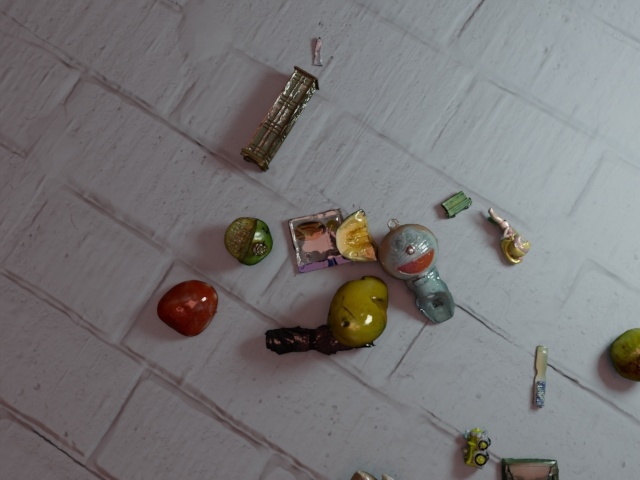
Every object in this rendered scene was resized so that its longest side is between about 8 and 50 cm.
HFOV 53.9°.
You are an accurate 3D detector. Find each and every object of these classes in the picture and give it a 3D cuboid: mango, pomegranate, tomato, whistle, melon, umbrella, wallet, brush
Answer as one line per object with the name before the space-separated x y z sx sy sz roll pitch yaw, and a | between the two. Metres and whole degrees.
mango | 0.116 0.194 1.807 0.167 0.130 0.262 18 42 6
pomegranate | -0.197 0.007 1.880 0.169 0.122 0.143 20 89 39
tomato | -0.401 0.194 1.888 0.166 0.082 0.174 34 88 7
whistle | 0.289 0.091 1.841 0.189 0.189 0.347 -29 94 -2
melon | 0.102 -0.004 1.887 0.128 0.079 0.160 -15 87 -10
umbrella | -0.001 0.293 1.857 0.326 0.094 0.090 -1 90 3
wallet | 0.602 0.745 1.798 0.160 0.055 0.236 -1 84 9
brush | 0.648 0.399 1.851 0.033 0.030 0.178 5 83 13

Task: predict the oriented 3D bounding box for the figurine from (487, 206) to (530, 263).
figurine | 0.556 -0.017 1.888 0.083 0.083 0.187 -37 89 -3

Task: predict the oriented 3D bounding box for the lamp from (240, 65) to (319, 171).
lamp | -0.123 -0.374 1.946 0.089 0.090 0.325 31 84 6

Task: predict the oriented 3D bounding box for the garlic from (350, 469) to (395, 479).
garlic | 0.132 0.802 1.767 0.279 0.132 0.325 -27 85 -2

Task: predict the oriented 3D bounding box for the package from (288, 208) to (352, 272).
package | 0.000 0.000 1.925 0.171 0.027 0.173 -13 82 0

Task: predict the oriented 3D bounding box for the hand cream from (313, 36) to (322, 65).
hand cream | -0.005 -0.602 2.008 0.030 0.019 0.093 4 90 1

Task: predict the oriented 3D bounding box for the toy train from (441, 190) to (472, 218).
toy train | 0.415 -0.109 1.919 0.093 0.038 0.056 -33 77 -2

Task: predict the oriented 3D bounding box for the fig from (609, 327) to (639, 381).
fig | 0.906 0.326 1.802 0.136 0.121 0.153 33 85 1

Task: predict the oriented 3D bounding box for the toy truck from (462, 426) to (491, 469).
toy truck | 0.448 0.595 1.816 0.077 0.076 0.111 5 82 23
